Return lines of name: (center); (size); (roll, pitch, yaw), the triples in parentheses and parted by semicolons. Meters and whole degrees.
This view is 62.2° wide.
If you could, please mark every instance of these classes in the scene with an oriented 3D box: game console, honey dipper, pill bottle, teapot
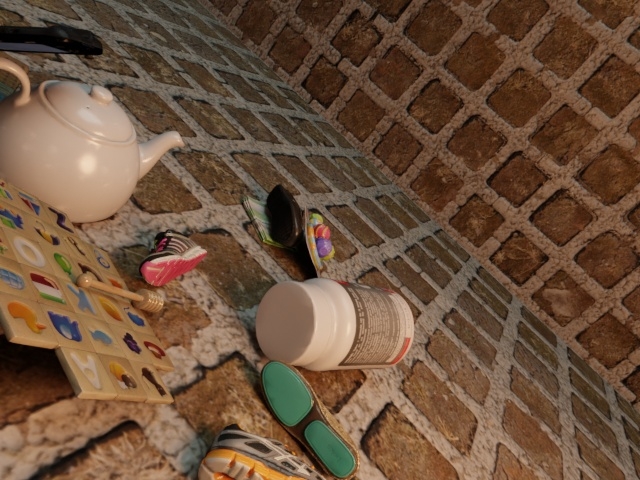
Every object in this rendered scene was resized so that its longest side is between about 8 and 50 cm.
game console: (-0.492, -0.278, 0.731); (0.362, 0.043, 0.213); (6, 19, 10)
honey dipper: (-0.269, 0.069, 0.713); (0.030, 0.030, 0.161); (51, 4, 25)
pill bottle: (0.032, 0.152, 0.957); (0.283, 0.161, 0.161); (15, 33, -49)
teapot: (-0.393, -0.166, 0.838); (0.253, 0.187, 0.256); (39, 22, -4)

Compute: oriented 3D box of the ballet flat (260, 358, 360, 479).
ballet flat: (-0.018, 0.270, 0.802); (0.206, 0.073, 0.067); (51, -4, 19)

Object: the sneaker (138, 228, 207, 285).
sneaker: (-0.255, 0.022, 0.873); (0.075, 0.063, 0.170); (43, 17, 5)

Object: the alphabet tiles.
alphabet tiles: (-0.305, 0.054, 0.646); (0.342, 0.011, 0.285); (50, -1, 24)

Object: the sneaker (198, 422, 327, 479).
sneaker: (-0.045, 0.297, 0.663); (0.215, 0.084, 0.083); (34, 17, -13)

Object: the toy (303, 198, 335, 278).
toy: (0.000, 0.000, 1.257); (0.237, 0.056, 0.136); (-103, 176, -62)

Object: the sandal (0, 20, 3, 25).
sandal: (-0.707, -0.438, 1.015); (0.180, 0.072, 0.049); (29, 40, -24)

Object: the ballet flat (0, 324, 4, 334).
ballet flat: (-0.432, -0.013, 0.628); (0.316, 0.108, 0.106); (52, 4, 13)

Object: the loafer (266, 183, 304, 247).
loafer: (-0.068, -0.057, 1.255); (0.078, 0.080, 0.220); (29, 26, -31)

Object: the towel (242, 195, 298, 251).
towel: (-0.119, -0.040, 1.271); (0.113, 0.023, 0.152); (17, 32, -44)

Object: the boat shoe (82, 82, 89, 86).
boat shoe: (-0.463, -0.240, 1.043); (0.083, 0.065, 0.183); (32, 30, -25)

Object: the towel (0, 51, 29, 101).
towel: (-0.700, -0.338, 0.871); (0.370, 0.040, 0.271); (30, 25, -31)
